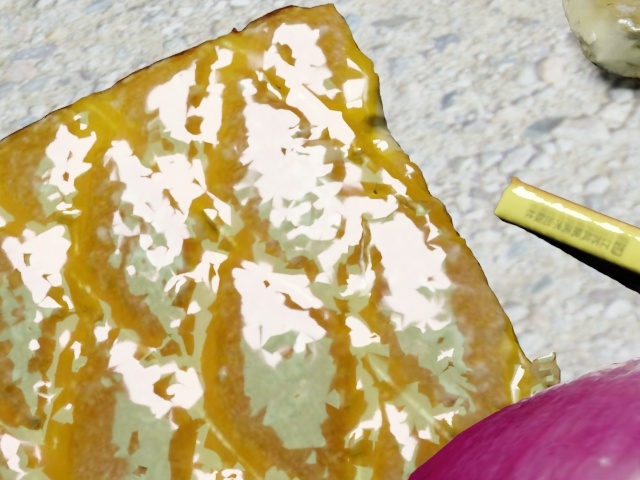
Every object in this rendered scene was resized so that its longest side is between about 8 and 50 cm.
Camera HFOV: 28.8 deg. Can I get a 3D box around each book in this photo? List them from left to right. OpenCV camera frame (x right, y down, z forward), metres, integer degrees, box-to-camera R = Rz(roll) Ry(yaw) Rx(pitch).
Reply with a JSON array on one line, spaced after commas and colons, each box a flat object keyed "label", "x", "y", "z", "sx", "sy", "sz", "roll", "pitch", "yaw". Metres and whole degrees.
[{"label": "book", "x": 0.279, "y": 0.072, "z": 0.513, "sx": 0.374, "sy": 0.262, "sz": 0.028, "roll": 26, "pitch": 91, "yaw": 35}]

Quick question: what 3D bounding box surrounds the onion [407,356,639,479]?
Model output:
[{"label": "onion", "x": 0.185, "y": 0.187, "z": 0.427, "sx": 0.348, "sy": 0.347, "sz": 0.385, "roll": 23, "pitch": 30, "yaw": 35}]

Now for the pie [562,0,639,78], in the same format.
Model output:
[{"label": "pie", "x": 0.279, "y": -0.179, "z": 0.866, "sx": 0.218, "sy": 0.052, "sz": 0.185, "roll": -1, "pitch": 45, "yaw": 17}]

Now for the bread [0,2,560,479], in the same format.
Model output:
[{"label": "bread", "x": -0.053, "y": 0.074, "z": 0.626, "sx": 0.279, "sy": 0.207, "sz": 0.279, "roll": -27, "pitch": 64, "yaw": -3}]
